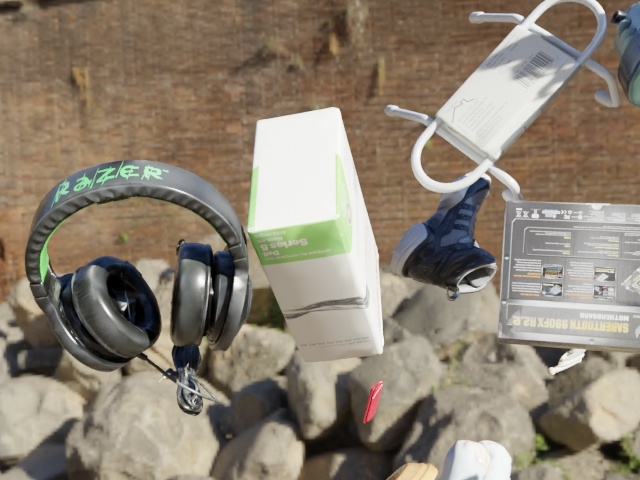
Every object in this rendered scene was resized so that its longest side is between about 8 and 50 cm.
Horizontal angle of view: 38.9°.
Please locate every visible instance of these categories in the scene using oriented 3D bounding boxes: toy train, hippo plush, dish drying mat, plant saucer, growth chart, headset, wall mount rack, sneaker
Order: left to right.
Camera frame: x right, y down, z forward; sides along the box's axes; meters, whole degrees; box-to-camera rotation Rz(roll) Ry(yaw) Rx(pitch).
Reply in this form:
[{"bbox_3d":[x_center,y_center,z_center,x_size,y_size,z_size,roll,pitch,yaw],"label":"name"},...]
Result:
[{"bbox_3d":[-0.198,0.062,1.095,0.244,0.394,0.185,-10,38,0],"label":"headset"},{"bbox_3d":[0.092,0.281,1.573,0.008,0.083,0.032,30,39,28],"label":"dish drying mat"},{"bbox_3d":[0.070,0.357,1.175,0.200,0.037,0.200,-44,-9,-9],"label":"plant saucer"},{"bbox_3d":[0.249,-0.002,1.552,0.153,0.101,0.268,35,58,19],"label":"sneaker"},{"bbox_3d":[0.247,-0.217,1.326,0.304,0.350,0.130,43,0,31],"label":"wall mount rack"},{"bbox_3d":[0.312,0.485,1.548,0.237,0.234,0.294,17,10,40],"label":"hippo plush"},{"bbox_3d":[0.545,0.164,1.792,0.021,0.237,0.172,38,20,28],"label":"growth chart"},{"bbox_3d":[0.492,-0.240,1.214,0.190,0.142,0.334,23,30,-2],"label":"toy train"}]

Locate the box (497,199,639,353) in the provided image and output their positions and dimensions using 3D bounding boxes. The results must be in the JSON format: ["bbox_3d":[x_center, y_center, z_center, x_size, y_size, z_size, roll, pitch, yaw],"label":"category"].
[{"bbox_3d":[0.345,0.046,1.142,0.231,0.183,0.056,2,-12,14],"label":"box"}]

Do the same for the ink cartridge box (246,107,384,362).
[{"bbox_3d":[0.000,0.000,1.168,0.115,0.272,0.198,-9,46,10],"label":"ink cartridge box"}]
